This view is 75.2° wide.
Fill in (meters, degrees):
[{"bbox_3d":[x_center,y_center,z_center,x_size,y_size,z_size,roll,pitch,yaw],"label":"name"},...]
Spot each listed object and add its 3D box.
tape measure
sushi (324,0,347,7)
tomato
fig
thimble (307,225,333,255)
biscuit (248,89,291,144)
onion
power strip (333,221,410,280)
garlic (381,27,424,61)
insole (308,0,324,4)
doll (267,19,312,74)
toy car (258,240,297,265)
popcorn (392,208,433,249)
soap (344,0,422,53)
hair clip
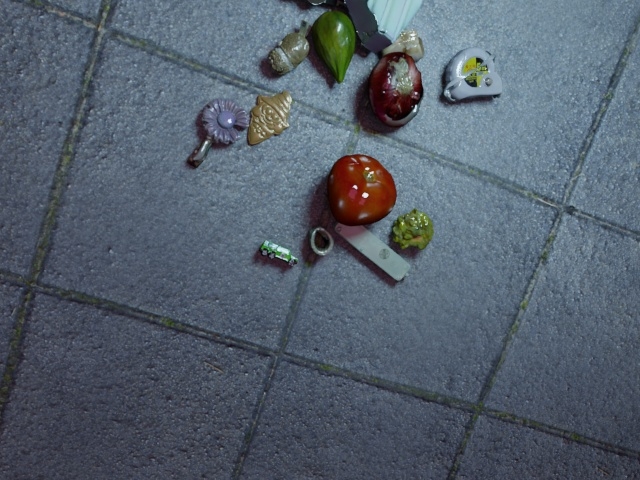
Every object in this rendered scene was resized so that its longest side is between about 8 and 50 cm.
[{"bbox_3d":[0.594,-0.653,1.636,0.235,0.120,0.198,-9,106,-10],"label":"tape measure"},{"bbox_3d":[0.005,-0.969,1.552,0.279,0.043,0.193,-2,92,-21],"label":"sushi"},{"bbox_3d":[0.145,-0.178,1.591,0.298,0.299,0.226,28,135,-10],"label":"tomato"},{"bbox_3d":[0.065,-0.730,1.546,0.167,0.167,0.234,-36,118,0],"label":"fig"},{"bbox_3d":[0.000,0.000,1.684,0.102,0.090,0.115,-35,102,0],"label":"thimble"},{"bbox_3d":[-0.200,-0.477,1.618,0.162,0.035,0.250,36,95,-6],"label":"biscuit"},{"bbox_3d":[0.268,-0.577,1.597,0.271,0.195,0.272,-19,121,-36],"label":"onion"},{"bbox_3d":[0.222,0.034,1.730,0.385,0.062,0.091,38,92,-10],"label":"power strip"},{"bbox_3d":[0.320,-0.749,1.609,0.174,0.099,0.124,-9,119,-1],"label":"garlic"},{"bbox_3d":[0.054,-0.993,1.538,0.111,0.007,0.328,40,78,-11],"label":"insole"},{"bbox_3d":[-0.103,-0.712,1.555,0.115,0.105,0.221,39,84,30],"label":"doll"},{"bbox_3d":[-0.168,0.053,1.685,0.164,0.071,0.063,21,82,-9],"label":"toy car"},{"bbox_3d":[0.378,-0.037,1.709,0.173,0.142,0.174,-12,121,-20],"label":"popcorn"},{"bbox_3d":[0.245,-0.930,1.489,0.261,0.156,0.447,20,86,-32],"label":"soap"},{"bbox_3d":[-0.406,-0.403,1.583,0.173,0.069,0.301,37,93,-11],"label":"hair clip"}]
